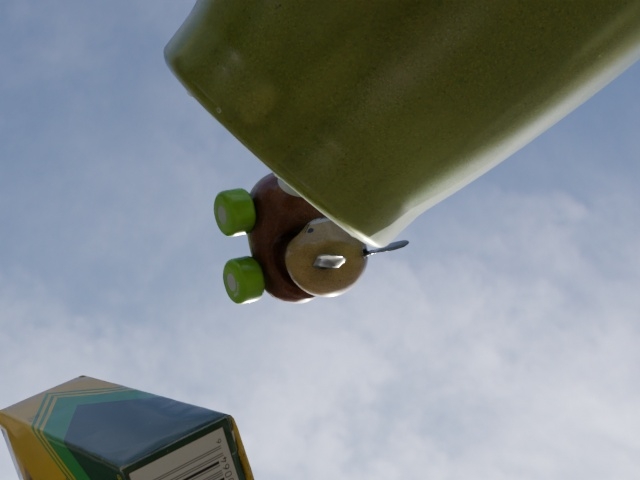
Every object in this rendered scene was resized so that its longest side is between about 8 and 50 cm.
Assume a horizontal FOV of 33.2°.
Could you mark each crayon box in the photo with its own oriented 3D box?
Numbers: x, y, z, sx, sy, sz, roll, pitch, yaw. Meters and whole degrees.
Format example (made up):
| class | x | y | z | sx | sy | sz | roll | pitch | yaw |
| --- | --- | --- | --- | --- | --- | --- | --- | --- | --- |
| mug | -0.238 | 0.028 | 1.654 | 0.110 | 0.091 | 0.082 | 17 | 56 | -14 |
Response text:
| class | x | y | z | sx | sy | sz | roll | pitch | yaw |
| --- | --- | --- | --- | --- | --- | --- | --- | --- | --- |
| crayon box | -0.138 | 0.314 | 0.936 | 0.106 | 0.313 | 0.362 | -22 | -79 | -32 |

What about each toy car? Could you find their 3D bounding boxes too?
| class | x | y | z | sx | sy | sz | roll | pitch | yaw |
| --- | --- | --- | --- | --- | --- | --- | --- | --- | --- |
| toy car | 0.000 | 0.000 | 1.134 | 0.155 | 0.188 | 0.148 | -12 | -81 | -29 |

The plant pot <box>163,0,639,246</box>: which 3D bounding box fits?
| class | x | y | z | sx | sy | sz | roll | pitch | yaw |
| --- | --- | --- | --- | --- | --- | --- | --- | --- | --- |
| plant pot | 0.077 | -0.195 | 0.843 | 0.366 | 0.366 | 0.353 | 40 | -83 | -16 |
